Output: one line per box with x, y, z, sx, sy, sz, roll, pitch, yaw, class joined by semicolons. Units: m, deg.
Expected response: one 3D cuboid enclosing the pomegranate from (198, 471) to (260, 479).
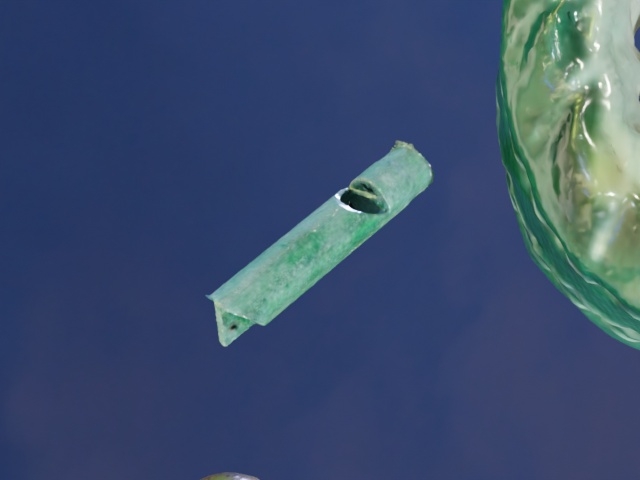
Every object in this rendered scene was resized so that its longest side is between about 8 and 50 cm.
-0.083;0.269;1.267;0.114;0.114;0.142;54;-131;-34;pomegranate

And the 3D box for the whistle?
0.000;0.000;0.916;0.186;0.039;0.039;-39;-61;-32;whistle

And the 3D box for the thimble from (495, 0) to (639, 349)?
0.207;-0.083;0.681;0.167;0.254;0.288;73;-169;-79;thimble
